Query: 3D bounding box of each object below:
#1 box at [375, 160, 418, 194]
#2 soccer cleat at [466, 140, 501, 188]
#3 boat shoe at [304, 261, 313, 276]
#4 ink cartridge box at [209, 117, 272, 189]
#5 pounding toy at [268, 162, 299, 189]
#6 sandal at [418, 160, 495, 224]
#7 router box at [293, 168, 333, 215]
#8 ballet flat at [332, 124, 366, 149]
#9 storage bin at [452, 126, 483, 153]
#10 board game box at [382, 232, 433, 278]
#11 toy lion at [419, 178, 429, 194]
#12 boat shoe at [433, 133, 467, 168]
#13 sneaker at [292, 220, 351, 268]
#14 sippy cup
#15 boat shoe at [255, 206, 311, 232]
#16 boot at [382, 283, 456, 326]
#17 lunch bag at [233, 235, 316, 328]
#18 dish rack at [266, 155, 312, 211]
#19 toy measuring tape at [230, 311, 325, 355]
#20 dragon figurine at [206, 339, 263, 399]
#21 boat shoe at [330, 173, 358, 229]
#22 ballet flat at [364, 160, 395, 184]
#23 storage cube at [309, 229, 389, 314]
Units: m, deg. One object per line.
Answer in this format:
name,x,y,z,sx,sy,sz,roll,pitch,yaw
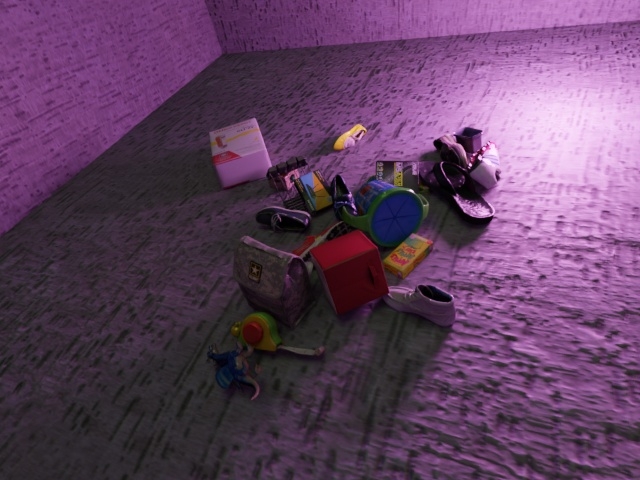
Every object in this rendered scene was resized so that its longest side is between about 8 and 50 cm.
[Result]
box,0.327,-0.254,1.873,0.183,0.045,0.191,2,65,9
soccer cleat,0.711,-0.316,1.864,0.143,0.116,0.331,46,40,-1
boat shoe,-0.081,0.105,1.578,0.184,0.063,0.066,168,117,-68
ink cartridge box,-0.428,-0.469,2.319,0.278,0.161,0.385,-18,41,-3
pounding toy,-0.167,-0.328,2.130,0.141,0.100,0.130,14,49,29
sandal,0.556,-0.234,1.783,0.167,0.107,0.446,-13,42,-17
router box,-0.022,-0.214,1.939,0.133,0.046,0.179,-26,74,-12
ballet flat,0.160,-0.536,2.289,0.077,0.077,0.231,33,57,22
storage bin,0.688,-0.461,2.014,0.098,0.091,0.135,-27,31,-13
board game box,0.321,0.055,1.602,0.181,0.043,0.092,-40,47,-26
toy lion,0.416,-0.230,1.902,0.095,0.034,0.100,-18,41,8
boat shoe,0.588,-0.398,1.987,0.092,0.103,0.285,-16,37,6
sneaker,0.000,0.000,1.720,0.278,0.108,0.118,-35,35,-25
sippy cup,0.247,-0.125,1.705,0.240,0.305,0.224,-57,30,13
boat shoe,-0.167,-0.082,1.868,0.254,0.095,0.079,9,34,13
boot,0.314,0.177,1.406,0.258,0.124,0.095,17,50,31
lunch bag,-0.165,0.129,1.482,0.235,0.287,0.169,20,52,33
dish rack,-0.112,-0.252,2.010,0.208,0.074,0.272,-24,73,-10
toy measuring tape,-0.144,0.295,1.414,0.329,0.122,0.122,3,44,20
dragon figurine,-0.260,0.407,1.335,0.144,0.085,0.289,-48,45,10
boat shoe,0.088,-0.164,1.837,0.108,0.089,0.259,-18,61,-11
ballet flat,0.269,-0.277,1.974,0.240,0.091,0.077,-37,15,-29
storage cube,0.094,0.103,1.482,0.193,0.184,0.215,-22,24,-8
